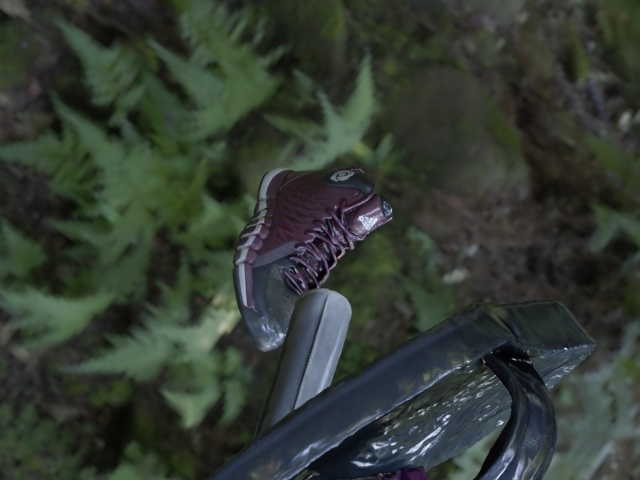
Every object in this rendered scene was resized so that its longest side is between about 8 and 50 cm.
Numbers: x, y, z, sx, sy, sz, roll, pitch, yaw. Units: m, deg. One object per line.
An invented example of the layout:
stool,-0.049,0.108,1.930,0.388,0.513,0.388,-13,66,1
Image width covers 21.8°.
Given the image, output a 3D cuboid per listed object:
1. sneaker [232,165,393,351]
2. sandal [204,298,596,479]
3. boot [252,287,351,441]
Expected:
sneaker,0.000,0.000,1.886,0.281,0.162,0.106,-81,152,-47
sandal,0.067,0.113,0.883,0.167,0.107,0.445,-42,166,23
boot,-0.033,0.167,1.558,0.190,0.076,0.209,128,-26,-60
